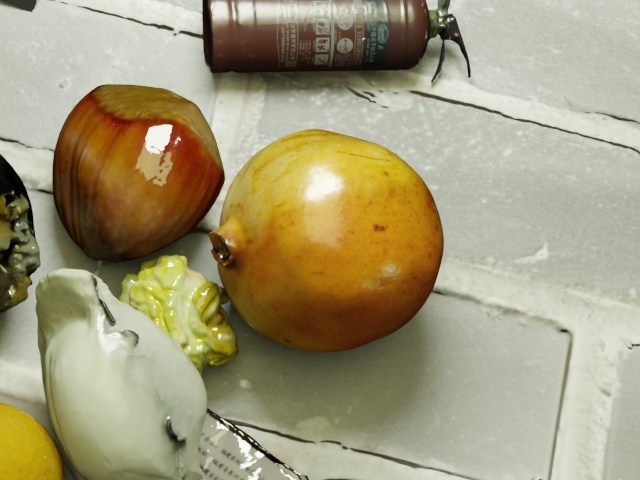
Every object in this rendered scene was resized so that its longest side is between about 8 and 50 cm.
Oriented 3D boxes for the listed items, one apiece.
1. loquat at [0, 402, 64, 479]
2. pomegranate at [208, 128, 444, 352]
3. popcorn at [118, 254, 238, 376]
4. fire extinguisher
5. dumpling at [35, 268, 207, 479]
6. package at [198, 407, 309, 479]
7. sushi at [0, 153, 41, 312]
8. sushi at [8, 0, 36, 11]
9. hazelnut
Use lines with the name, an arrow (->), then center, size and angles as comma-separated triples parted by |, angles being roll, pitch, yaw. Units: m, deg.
loquat -> -0.359, 0.270, 1.411 | 0.208, 0.208, 0.208 | 3, 71, -8
pomegranate -> 0.000, 0.000, 1.529 | 0.264, 0.264, 0.264 | 3, 71, -8
popcorn -> -0.161, 0.087, 1.547 | 0.126, 0.125, 0.145 | -20, 65, -6
fire extinguisher -> 0.025, -0.259, 1.704 | 0.337, 0.114, 0.135 | -3, 113, -9
dumpling -> -0.227, 0.166, 1.468 | 0.175, 0.227, 0.243 | 9, 72, -39
package -> -0.107, 0.320, 1.508 | 0.251, 0.062, 0.204 | 37, 69, 9
sushi -> -0.436, -0.023, 1.516 | 0.200, 0.204, 0.213 | -6, 110, -36
sushi -> -0.413, -0.412, 1.673 | 0.215, 0.050, 0.192 | 25, 101, -22
hazelnut -> -0.206, -0.077, 1.576 | 0.186, 0.210, 0.210 | -24, 75, -40
